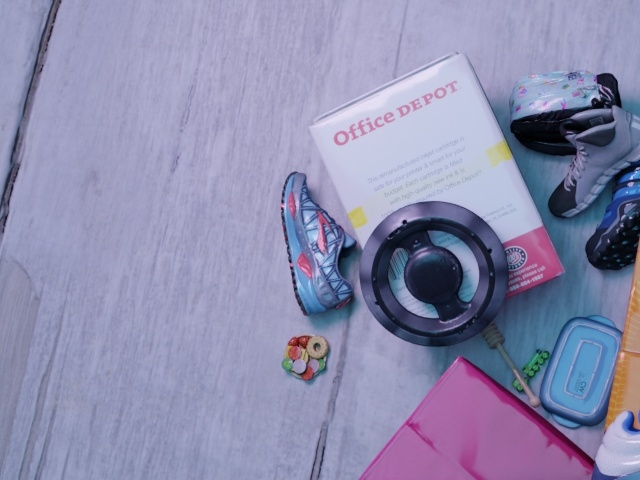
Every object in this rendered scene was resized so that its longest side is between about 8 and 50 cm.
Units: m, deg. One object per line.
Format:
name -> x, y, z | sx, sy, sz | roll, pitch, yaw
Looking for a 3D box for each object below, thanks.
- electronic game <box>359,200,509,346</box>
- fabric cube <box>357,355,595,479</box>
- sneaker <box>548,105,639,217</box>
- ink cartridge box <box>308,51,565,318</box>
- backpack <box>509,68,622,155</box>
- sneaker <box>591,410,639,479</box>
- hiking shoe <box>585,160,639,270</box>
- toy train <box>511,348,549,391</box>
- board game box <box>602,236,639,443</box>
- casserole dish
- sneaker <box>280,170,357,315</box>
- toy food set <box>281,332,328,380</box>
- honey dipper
electronic game -> 0.173, 0.052, 1.562 | 0.229, 0.048, 0.229 | 2, 101, 8
fabric cube -> 0.249, 0.364, 1.538 | 0.258, 0.254, 0.259 | 40, 91, 21
sneaker -> 0.414, -0.138, 1.628 | 0.229, 0.132, 0.086 | -48, 30, 35
ink cartridge box -> 0.192, -0.073, 1.658 | 0.279, 0.160, 0.385 | -24, 88, 13
backpack -> 0.406, -0.217, 1.695 | 0.182, 0.152, 0.115 | -3, 60, 21
sneaker -> 0.472, 0.300, 1.159 | 0.322, 0.130, 0.236 | 5, 85, 26
hiking shoe -> 0.526, -0.087, 1.650 | 0.304, 0.113, 0.132 | -53, 37, 8
toy train -> 0.345, 0.212, 1.669 | 0.023, 0.017, 0.083 | 38, 91, 33
board game box -> 0.601, 0.201, 1.400 | 0.356, 0.356, 0.356 | 9, 81, 21
casserole dish -> 0.422, 0.208, 1.631 | 0.114, 0.037, 0.188 | 19, 84, 19
sneaker -> 0.000, 0.000, 1.809 | 0.125, 0.104, 0.262 | -10, 78, -2
toy food set -> -0.027, 0.204, 1.794 | 0.083, 0.020, 0.083 | 11, 81, 20
honey dipper -> 0.312, 0.205, 1.663 | 0.030, 0.030, 0.161 | -34, 62, 8
